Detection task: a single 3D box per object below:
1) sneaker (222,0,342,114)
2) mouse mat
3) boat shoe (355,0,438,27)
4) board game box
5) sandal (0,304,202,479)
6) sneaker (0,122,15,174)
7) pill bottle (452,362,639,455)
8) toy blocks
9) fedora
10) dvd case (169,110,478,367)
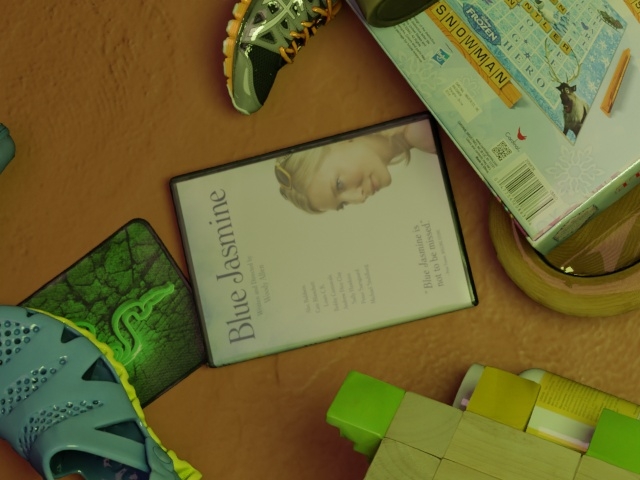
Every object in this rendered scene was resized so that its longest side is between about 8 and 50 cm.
[{"bbox_3d":[-0.025,-0.211,1.504,0.083,0.084,0.215,21,90,9],"label":"sneaker"},{"bbox_3d":[-0.199,0.089,1.559,0.189,0.007,0.152,-37,79,9],"label":"mouse mat"},{"bbox_3d":[0.138,-0.296,1.327,0.307,0.111,0.104,-31,74,10],"label":"boat shoe"},{"bbox_3d":[0.212,-0.208,1.385,0.318,0.066,0.319,-38,73,8],"label":"board game box"},{"bbox_3d":[-0.211,0.178,1.484,0.317,0.138,0.126,43,98,11],"label":"sandal"},{"bbox_3d":[-0.360,0.026,1.565,0.131,0.112,0.296,38,97,-5],"label":"sneaker"},{"bbox_3d":[0.203,0.169,1.410,0.184,0.103,0.103,20,91,14],"label":"pill bottle"},{"bbox_3d":[0.176,0.276,1.340,0.381,0.261,0.191,20,53,14],"label":"toy blocks"},{"bbox_3d":[0.242,-0.025,1.426,0.194,0.079,0.194,-2,84,16],"label":"fedora"},{"bbox_3d":[0.000,0.000,1.509,0.253,0.022,0.180,-14,83,11],"label":"dvd case"}]
